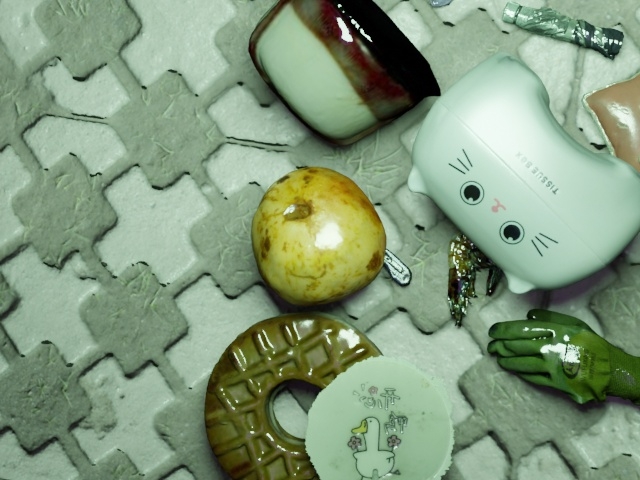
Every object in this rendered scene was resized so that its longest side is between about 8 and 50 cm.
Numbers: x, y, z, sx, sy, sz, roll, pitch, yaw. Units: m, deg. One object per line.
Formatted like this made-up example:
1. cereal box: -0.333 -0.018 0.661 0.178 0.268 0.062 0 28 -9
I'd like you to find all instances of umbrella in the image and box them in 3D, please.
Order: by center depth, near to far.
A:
1. umbrella: 0.376 -0.333 1.245 0.188 0.050 0.046 22 73 8

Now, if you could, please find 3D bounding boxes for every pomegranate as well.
1. pomegranate: 0.000 0.000 1.243 0.215 0.215 0.215 0 92 9

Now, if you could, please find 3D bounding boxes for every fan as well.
1. fan: 0.084 0.381 1.233 0.233 0.012 0.414 5 91 -4

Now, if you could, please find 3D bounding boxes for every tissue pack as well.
1. tissue pack: 0.290 -0.085 1.174 0.236 0.229 0.333 -45 85 11

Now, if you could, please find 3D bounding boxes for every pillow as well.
1. pillow: 0.509 -0.174 1.215 0.171 0.075 0.179 -24 87 10

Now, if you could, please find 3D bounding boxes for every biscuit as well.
1. biscuit: -0.027 0.273 1.301 0.332 0.103 0.332 0 92 10

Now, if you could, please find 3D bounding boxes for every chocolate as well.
1. chocolate: 0.023 -0.266 1.215 0.283 0.283 0.186 48 114 5

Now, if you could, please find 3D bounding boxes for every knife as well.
1. knife: 0.103 0.027 1.316 0.121 0.018 0.031 42 95 7

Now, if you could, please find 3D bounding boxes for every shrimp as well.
1. shrimp: 0.245 0.061 1.285 0.091 0.034 0.161 6 92 8

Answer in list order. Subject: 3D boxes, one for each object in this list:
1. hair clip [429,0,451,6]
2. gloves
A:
1. hair clip: 0.161 -0.511 1.254 0.137 0.090 0.278 -20 89 0
2. gloves: 0.390 0.182 1.236 0.268 0.107 0.135 14 63 11
